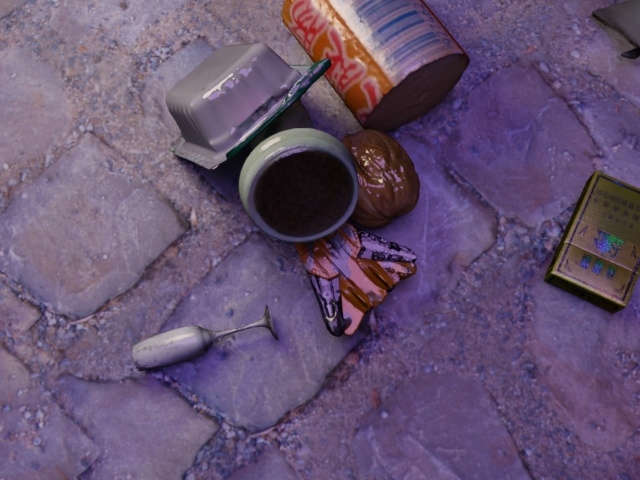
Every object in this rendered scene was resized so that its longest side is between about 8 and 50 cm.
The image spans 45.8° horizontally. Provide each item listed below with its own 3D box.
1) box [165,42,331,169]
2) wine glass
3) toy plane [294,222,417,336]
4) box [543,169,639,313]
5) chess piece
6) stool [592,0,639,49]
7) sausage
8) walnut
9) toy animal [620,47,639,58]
[{"bbox_3d":[-0.161,-0.259,1.324,0.264,0.337,0.106,-43,116,-10],"label":"box"},{"bbox_3d":[-0.209,0.176,1.336,0.262,0.074,0.074,-15,74,-1],"label":"wine glass"},{"bbox_3d":[0.003,0.004,1.362,0.204,0.103,0.316,-44,68,-3],"label":"toy plane"},{"bbox_3d":[0.512,0.002,1.360,0.141,0.064,0.220,25,75,8],"label":"box"},{"bbox_3d":[-0.056,-0.149,1.311,0.195,0.194,0.299,-16,36,-3],"label":"chess piece"},{"bbox_3d":[0.665,-0.527,1.384,0.270,0.243,0.170,-19,41,-3],"label":"stool"},{"bbox_3d":[0.099,-0.368,1.394,0.233,0.233,0.287,-34,77,-7],"label":"sausage"},{"bbox_3d":[0.090,-0.116,1.365,0.155,0.155,0.184,-28,74,-6],"label":"walnut"},{"bbox_3d":[0.624,-0.372,1.478,0.084,0.050,0.028,-40,37,-4],"label":"toy animal"}]
